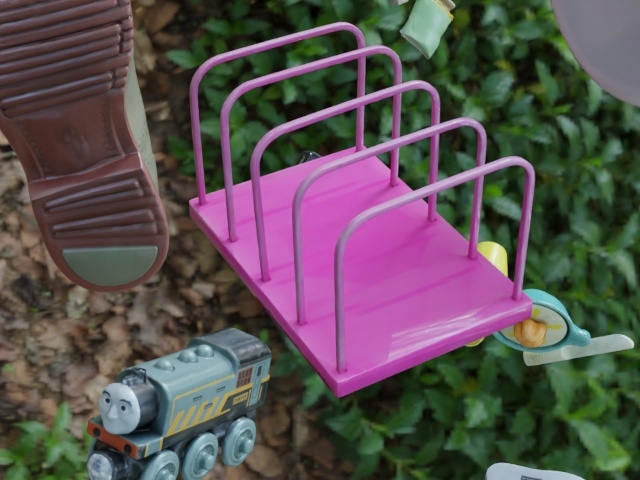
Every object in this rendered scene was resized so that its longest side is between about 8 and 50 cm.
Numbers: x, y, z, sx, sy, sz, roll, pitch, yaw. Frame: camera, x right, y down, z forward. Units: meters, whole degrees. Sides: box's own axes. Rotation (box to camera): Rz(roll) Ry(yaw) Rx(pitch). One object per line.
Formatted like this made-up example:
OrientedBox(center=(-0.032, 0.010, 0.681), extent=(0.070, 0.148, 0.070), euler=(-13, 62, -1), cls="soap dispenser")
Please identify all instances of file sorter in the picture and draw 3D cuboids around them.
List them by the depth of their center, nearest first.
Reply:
OrientedBox(center=(0.028, -0.048, 1.024), extent=(0.202, 0.290, 0.182), euler=(-20, 132, -23), cls="file sorter")

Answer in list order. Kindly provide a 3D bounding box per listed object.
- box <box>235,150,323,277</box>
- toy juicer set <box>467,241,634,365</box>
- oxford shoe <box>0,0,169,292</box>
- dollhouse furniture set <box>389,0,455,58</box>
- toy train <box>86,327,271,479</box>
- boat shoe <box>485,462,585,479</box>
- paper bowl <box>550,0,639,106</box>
OrientedBox(center=(0.000, 0.000, 2.142), extent=(0.216, 0.060, 0.270), euler=(31, 87, -17), cls="box")
OrientedBox(center=(0.315, 0.147, 1.857), extent=(0.329, 0.209, 0.089), euler=(33, 48, -20), cls="toy juicer set")
OrientedBox(center=(-0.198, -0.133, 0.876), extent=(0.123, 0.130, 0.348), euler=(-9, 121, -7), cls="oxford shoe")
OrientedBox(center=(0.121, -0.285, 1.374), extent=(0.152, 0.059, 0.076), euler=(34, 75, -40), cls="dollhouse furniture set")
OrientedBox(center=(-0.198, 0.240, 1.634), extent=(0.334, 0.142, 0.190), euler=(-12, 118, -56), cls="toy train")
OrientedBox(center=(0.261, 0.295, 1.342), extent=(0.049, 0.142, 0.040), euler=(-54, 141, -36), cls="boat shoe")
OrientedBox(center=(0.310, -0.231, 1.012), extent=(0.148, 0.284, 0.284), euler=(-26, 102, -18), cls="paper bowl")
